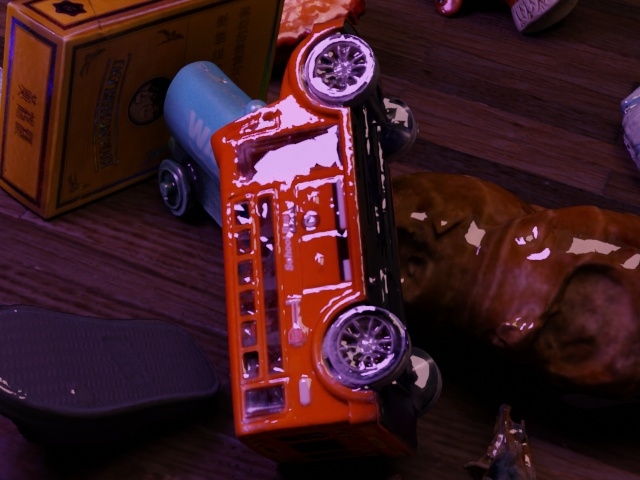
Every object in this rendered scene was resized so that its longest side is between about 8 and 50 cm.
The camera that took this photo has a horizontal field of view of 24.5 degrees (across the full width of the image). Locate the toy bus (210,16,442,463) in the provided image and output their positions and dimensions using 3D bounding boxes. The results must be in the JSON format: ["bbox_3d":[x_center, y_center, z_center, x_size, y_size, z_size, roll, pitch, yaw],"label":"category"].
[{"bbox_3d":[0.000,0.000,1.139,0.153,0.143,0.329,-9,70,14],"label":"toy bus"}]

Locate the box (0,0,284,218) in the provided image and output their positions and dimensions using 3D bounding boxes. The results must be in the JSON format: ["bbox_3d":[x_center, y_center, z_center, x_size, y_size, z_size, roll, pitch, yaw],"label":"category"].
[{"bbox_3d":[-0.169,-0.161,1.425,0.084,0.192,0.301,32,38,28],"label":"box"}]

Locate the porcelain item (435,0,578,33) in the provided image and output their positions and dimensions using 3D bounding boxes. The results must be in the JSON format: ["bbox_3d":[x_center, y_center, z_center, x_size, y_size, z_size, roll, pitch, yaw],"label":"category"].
[{"bbox_3d":[0.232,-0.379,1.915,0.253,0.253,0.253,9,33,-6],"label":"porcelain item"}]

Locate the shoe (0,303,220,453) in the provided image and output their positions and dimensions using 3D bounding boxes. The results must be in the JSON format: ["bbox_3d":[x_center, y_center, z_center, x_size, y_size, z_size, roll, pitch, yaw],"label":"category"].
[{"bbox_3d":[-0.183,0.117,1.114,0.241,0.093,0.108,5,44,-52],"label":"shoe"}]

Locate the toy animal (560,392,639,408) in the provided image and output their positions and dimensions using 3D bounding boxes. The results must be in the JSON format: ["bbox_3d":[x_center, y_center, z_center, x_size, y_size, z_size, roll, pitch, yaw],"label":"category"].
[{"bbox_3d":[0.317,0.136,1.281,0.217,0.041,0.075,-10,38,-24],"label":"toy animal"}]

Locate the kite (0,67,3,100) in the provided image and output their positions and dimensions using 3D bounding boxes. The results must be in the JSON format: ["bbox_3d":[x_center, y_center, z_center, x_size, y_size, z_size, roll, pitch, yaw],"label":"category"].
[{"bbox_3d":[-0.443,-0.142,1.472,0.310,0.015,0.169,-16,43,-38],"label":"kite"}]

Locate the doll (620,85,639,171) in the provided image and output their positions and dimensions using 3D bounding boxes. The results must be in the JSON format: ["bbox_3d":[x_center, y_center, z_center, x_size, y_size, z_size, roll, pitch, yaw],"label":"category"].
[{"bbox_3d":[0.392,-0.117,1.660,0.104,0.071,0.214,-1,42,2],"label":"doll"}]

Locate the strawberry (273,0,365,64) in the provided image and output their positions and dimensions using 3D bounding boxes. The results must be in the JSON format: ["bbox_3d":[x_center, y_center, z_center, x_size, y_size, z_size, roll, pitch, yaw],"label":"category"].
[{"bbox_3d":[-0.062,-0.259,1.708,0.236,0.111,0.190,-40,67,-23],"label":"strawberry"}]

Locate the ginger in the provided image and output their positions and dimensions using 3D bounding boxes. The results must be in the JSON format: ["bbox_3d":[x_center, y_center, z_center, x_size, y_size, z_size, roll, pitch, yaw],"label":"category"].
[{"bbox_3d":[0.208,0.039,1.279,0.357,0.152,0.274,17,6,26],"label":"ginger"}]

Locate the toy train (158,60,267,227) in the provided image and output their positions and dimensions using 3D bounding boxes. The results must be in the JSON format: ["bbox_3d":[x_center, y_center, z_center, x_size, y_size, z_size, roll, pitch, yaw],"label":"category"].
[{"bbox_3d":[-0.065,-0.059,1.344,0.101,0.159,0.248,-17,44,-30],"label":"toy train"}]

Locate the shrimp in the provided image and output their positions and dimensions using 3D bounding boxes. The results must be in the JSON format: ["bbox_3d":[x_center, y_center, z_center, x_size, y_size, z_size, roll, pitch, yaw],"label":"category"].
[{"bbox_3d":[0.098,0.203,1.096,0.144,0.052,0.251,14,34,8],"label":"shrimp"}]
